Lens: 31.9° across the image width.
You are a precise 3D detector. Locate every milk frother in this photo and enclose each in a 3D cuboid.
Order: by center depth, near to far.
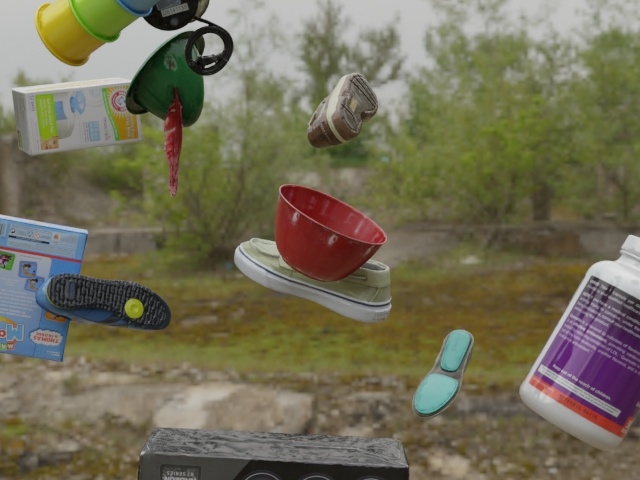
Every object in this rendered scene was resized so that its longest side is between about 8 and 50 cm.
[{"bbox_3d":[-0.181,-0.308,1.559,0.129,0.143,0.134,2,15,2],"label":"milk frother"}]

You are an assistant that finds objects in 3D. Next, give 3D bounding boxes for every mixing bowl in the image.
[{"bbox_3d":[0.000,0.000,1.705,0.181,0.098,0.181,24,15,-7],"label":"mixing bowl"}]

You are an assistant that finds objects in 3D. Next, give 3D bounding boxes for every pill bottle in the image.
[{"bbox_3d":[0.470,0.161,1.798,0.182,0.322,0.181,30,3,-1],"label":"pill bottle"}]

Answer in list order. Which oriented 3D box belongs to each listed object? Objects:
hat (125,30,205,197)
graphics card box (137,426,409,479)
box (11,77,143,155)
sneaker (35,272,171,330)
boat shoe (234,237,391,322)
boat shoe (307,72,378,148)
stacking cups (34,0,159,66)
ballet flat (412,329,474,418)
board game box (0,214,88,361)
[{"bbox_3d":[-0.212,-0.218,1.893,0.183,0.208,0.173,44,25,14],"label":"hat"},{"bbox_3d":[-0.047,0.356,0.986,0.233,0.370,0.094,4,4,0],"label":"graphics card box"},{"bbox_3d":[-0.430,-0.223,1.984,0.203,0.114,0.103,-10,15,-26],"label":"box"},{"bbox_3d":[-0.337,0.100,1.733,0.209,0.069,0.082,15,-23,-26],"label":"sneaker"},{"bbox_3d":[-0.008,0.043,1.838,0.302,0.094,0.109,19,19,28],"label":"boat shoe"},{"bbox_3d":[0.032,-0.237,2.065,0.095,0.095,0.257,-28,11,24],"label":"boat shoe"},{"bbox_3d":[-0.217,-0.333,1.413,0.316,0.096,0.096,-26,-9,26],"label":"stacking cups"},{"bbox_3d":[0.230,0.257,2.055,0.072,0.068,0.213,17,51,21],"label":"ballet flat"},{"bbox_3d":[-0.461,0.074,1.743,0.160,0.211,0.039,11,7,-15],"label":"board game box"}]
